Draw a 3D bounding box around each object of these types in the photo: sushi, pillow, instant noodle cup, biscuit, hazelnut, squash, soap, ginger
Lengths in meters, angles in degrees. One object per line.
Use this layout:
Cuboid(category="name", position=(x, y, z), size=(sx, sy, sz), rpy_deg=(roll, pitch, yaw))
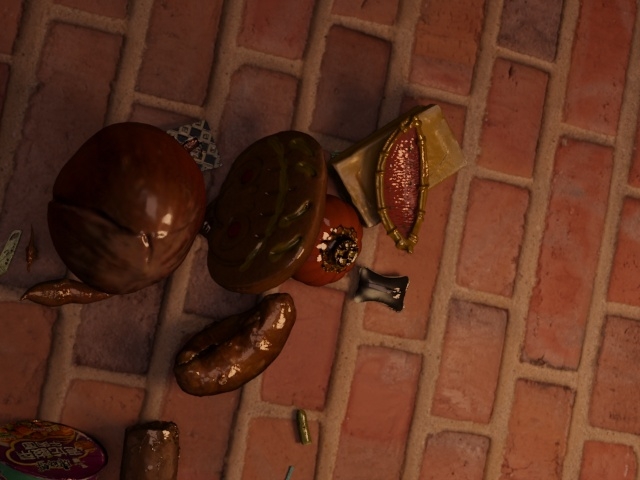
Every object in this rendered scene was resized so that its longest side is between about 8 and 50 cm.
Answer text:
Cuboid(category="sushi", position=(-0.314, -0.218, 1.537), size=(0.126, 0.026, 0.120), rpy_deg=(-18, 88, -14))
Cuboid(category="pillow", position=(0.154, 0.123, 1.591), size=(0.135, 0.055, 0.091), rpy_deg=(13, 117, -6))
Cuboid(category="instant noodle cup", position=(-0.606, 0.529, 1.359), size=(0.251, 0.251, 0.190), rpy_deg=(20, 93, -8))
Cuboid(category="biscuit", position=(-0.144, -0.069, 1.436), size=(0.350, 0.070, 0.394), rpy_deg=(-13, 58, 28))
Cuboid(category="hazelnut", position=(-0.399, -0.065, 1.356), size=(0.315, 0.372, 0.372), rpy_deg=(13, 85, -37))
Cuboid(category="squash", position=(-0.042, 0.455, 1.556), size=(0.027, 0.027, 0.083), rpy_deg=(-12, 89, -10))
Cuboid(category="soap", position=(0.191, -0.187, 1.577), size=(0.315, 0.091, 0.199), rpy_deg=(-31, 104, -9))
Cuboid(category="ginger", position=(-0.189, 0.245, 1.482), size=(0.321, 0.172, 0.165), rpy_deg=(-36, 56, -15))

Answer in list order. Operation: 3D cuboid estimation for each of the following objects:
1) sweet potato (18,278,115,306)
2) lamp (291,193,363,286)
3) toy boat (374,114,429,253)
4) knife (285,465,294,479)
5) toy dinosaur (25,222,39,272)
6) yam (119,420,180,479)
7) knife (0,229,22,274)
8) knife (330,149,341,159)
Cuboid(category="sweet potato", position=(-0.572, 0.118, 1.466), size=(0.226, 0.068, 0.068), rpy_deg=(0, 88, -28))
Cuboid(category="lamp", position=(0.000, 0.000, 1.495), size=(0.223, 0.196, 0.223), rpy_deg=(-18, 119, -36))
Cuboid(category="toy boat", position=(0.194, -0.131, 1.491), size=(0.141, 0.099, 0.318), rpy_deg=(-1, 99, -15))
Cuboid(category="knife", position=(-0.087, 0.594, 1.554), size=(0.014, 0.005, 0.091), rpy_deg=(23, 85, -9))
Cuboid(category="toy dinosaur", position=(-0.662, 0.019, 1.461), size=(0.026, 0.041, 0.113), rpy_deg=(5, 82, -6))
Cuboid(category="yam", position=(-0.392, 0.528, 1.445), size=(0.129, 0.128, 0.238), rpy_deg=(3, 93, -44))
Cuboid(category="knife", position=(-0.736, 0.069, 1.459), size=(0.030, 0.014, 0.207), rpy_deg=(23, 83, -6))
Cuboid(category="knife", position=(0.111, -0.210, 1.612), size=(0.166, 0.022, 0.078), rpy_deg=(-18, 96, -9))
